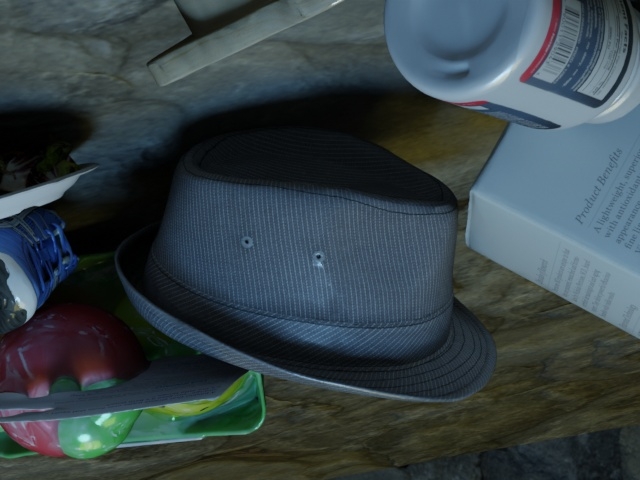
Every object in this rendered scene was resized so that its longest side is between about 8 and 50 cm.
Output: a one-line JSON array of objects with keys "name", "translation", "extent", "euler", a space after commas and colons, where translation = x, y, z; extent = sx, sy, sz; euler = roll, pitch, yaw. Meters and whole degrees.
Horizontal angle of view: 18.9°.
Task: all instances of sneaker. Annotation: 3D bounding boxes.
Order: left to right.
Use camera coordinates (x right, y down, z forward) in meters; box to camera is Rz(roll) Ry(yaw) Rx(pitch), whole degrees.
[{"name": "sneaker", "translation": [-0.214, 0.009, 1.352], "extent": [0.081, 0.080, 0.211], "euler": [-22, -165, -9]}]

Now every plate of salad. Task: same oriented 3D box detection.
[{"name": "plate of salad", "translation": [-0.244, -0.032, 1.260], "extent": [0.200, 0.048, 0.200], "euler": [-15, -174, 2]}]

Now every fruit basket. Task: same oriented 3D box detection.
[{"name": "fruit basket", "translation": [-0.178, 0.107, 1.437], "extent": [0.327, 0.165, 0.353], "euler": [-7, -168, 13]}]

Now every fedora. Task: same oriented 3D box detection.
[{"name": "fedora", "translation": [0.000, 0.000, 1.330], "extent": [0.275, 0.124, 0.244], "euler": [16, -158, 11]}]

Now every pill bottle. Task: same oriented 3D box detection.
[{"name": "pill bottle", "translation": [0.128, -0.123, 1.157], "extent": [0.108, 0.108, 0.180], "euler": [-22, 162, 30]}]

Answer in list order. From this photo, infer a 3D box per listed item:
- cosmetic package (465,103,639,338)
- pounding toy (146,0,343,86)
[{"name": "cosmetic package", "translation": [0.214, -0.034, 1.311], "extent": [0.184, 0.151, 0.151], "euler": [29, 168, 11]}, {"name": "pounding toy", "translation": [-0.008, -0.189, 0.894], "extent": [0.154, 0.155, 0.269], "euler": [-36, -168, -37]}]
